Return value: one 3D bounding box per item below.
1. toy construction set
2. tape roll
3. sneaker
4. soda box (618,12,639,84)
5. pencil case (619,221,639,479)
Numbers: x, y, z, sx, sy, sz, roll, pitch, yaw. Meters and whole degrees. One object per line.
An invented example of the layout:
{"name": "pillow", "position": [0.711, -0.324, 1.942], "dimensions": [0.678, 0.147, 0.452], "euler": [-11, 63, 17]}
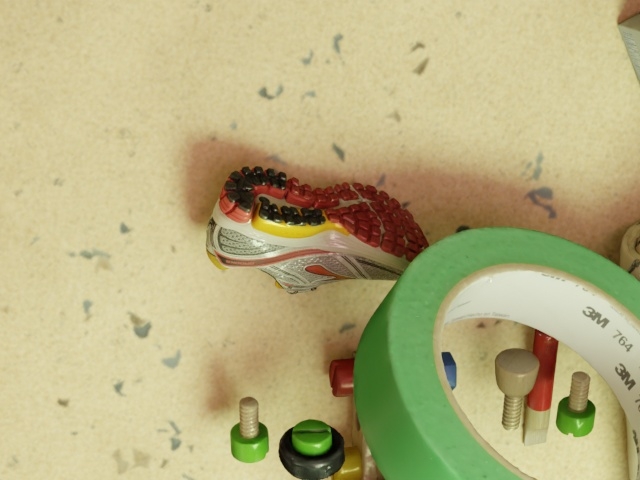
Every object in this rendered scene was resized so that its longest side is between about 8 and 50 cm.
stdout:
{"name": "toy construction set", "position": [0.112, 0.237, 1.682], "dimensions": [0.308, 0.257, 0.237], "euler": [-25, 132, -33]}
{"name": "tape roll", "position": [0.188, 0.137, 1.553], "dimensions": [0.321, 0.321, 0.077], "euler": [10, 139, -20]}
{"name": "sneaker", "position": [0.000, 0.000, 1.629], "dimensions": [0.225, 0.088, 0.093], "euler": [13, 129, -25]}
{"name": "soda box", "position": [0.370, -0.150, 1.579], "dimensions": [0.098, 0.286, 0.091], "euler": [-29, 111, -8]}
{"name": "pencil case", "position": [0.380, 0.164, 1.736], "dimensions": [0.183, 0.160, 0.410], "euler": [0, 110, 22]}
